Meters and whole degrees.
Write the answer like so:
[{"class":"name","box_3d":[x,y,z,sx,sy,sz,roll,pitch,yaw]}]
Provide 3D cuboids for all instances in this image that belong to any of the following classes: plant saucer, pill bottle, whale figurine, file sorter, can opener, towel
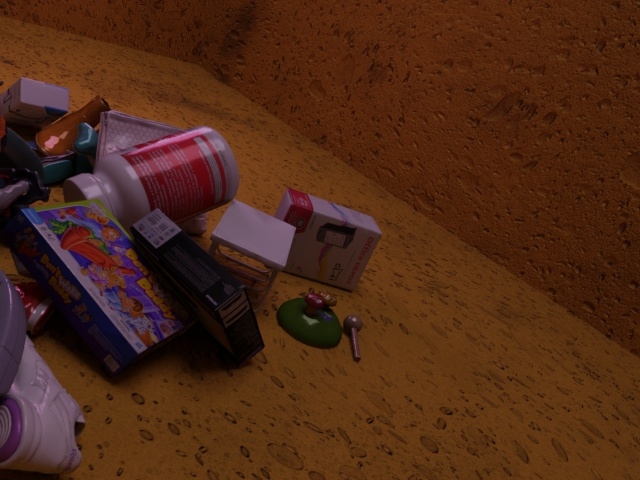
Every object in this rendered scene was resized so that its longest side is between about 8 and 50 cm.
[{"class":"plant saucer","box_3d":[-0.817,-0.212,1.505,0.318,0.317,0.043,22,61,-8]},{"class":"pill bottle","box_3d":[-0.434,-0.140,1.651,0.408,0.229,0.229,-27,51,-37]},{"class":"whale figurine","box_3d":[-0.582,-0.239,1.844,0.272,0.141,0.216,43,38,-44]},{"class":"file sorter","box_3d":[-0.198,0.043,1.683,0.193,0.173,0.277,24,20,-6]},{"class":"can opener","box_3d":[-0.665,-0.010,1.450,0.283,0.076,0.095,45,-4,44]},{"class":"towel","box_3d":[-0.472,-0.189,1.815,0.332,0.316,0.053,9,-14,-37]}]

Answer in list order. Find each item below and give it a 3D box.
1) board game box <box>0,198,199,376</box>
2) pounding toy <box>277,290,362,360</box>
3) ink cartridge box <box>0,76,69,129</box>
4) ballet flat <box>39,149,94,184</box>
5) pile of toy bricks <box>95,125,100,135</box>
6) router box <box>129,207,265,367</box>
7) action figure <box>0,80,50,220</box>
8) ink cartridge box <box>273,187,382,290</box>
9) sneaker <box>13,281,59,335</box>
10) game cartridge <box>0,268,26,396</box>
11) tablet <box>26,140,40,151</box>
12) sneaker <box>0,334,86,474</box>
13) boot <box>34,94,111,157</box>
[{"class":"board game box","box_3d":[-0.430,0.079,1.270,0.347,0.078,0.233,49,19,4]},{"class":"pounding toy","box_3d":[0.014,0.191,1.658,0.237,0.110,0.183,22,21,-8]},{"class":"ink cartridge box","box_3d":[-0.901,-0.424,1.992,0.148,0.085,0.203,5,-13,-44]},{"class":"ballet flat","box_3d":[-0.730,-0.218,1.834,0.096,0.095,0.280,18,16,24]},{"class":"pile of toy bricks","box_3d":[-0.684,-0.313,2.062,0.212,0.105,0.118,-74,139,-80]},{"class":"router box","box_3d":[-0.263,0.103,1.375,0.081,0.243,0.309,-39,57,-22]},{"class":"action figure","box_3d":[-0.776,-0.149,1.336,0.342,0.330,0.178,-7,12,1]},{"class":"ink cartridge box","box_3d":[0.000,0.000,1.947,0.306,0.226,0.131,18,22,-18]},{"class":"sneaker","box_3d":[-0.565,0.092,1.261,0.128,0.087,0.221,24,19,-6]},{"class":"game cartridge","box_3d":[-0.558,0.162,0.979,0.198,0.062,0.297,-21,36,-10]},{"class":"tablet","box_3d":[-0.860,-0.284,1.957,0.083,0.006,0.054,23,20,-10]},{"class":"sneaker","box_3d":[-0.458,0.256,0.997,0.152,0.114,0.305,39,4,-42]},{"class":"boot","box_3d":[-0.751,-0.358,1.958,0.104,0.211,0.295,51,7,-23]}]
